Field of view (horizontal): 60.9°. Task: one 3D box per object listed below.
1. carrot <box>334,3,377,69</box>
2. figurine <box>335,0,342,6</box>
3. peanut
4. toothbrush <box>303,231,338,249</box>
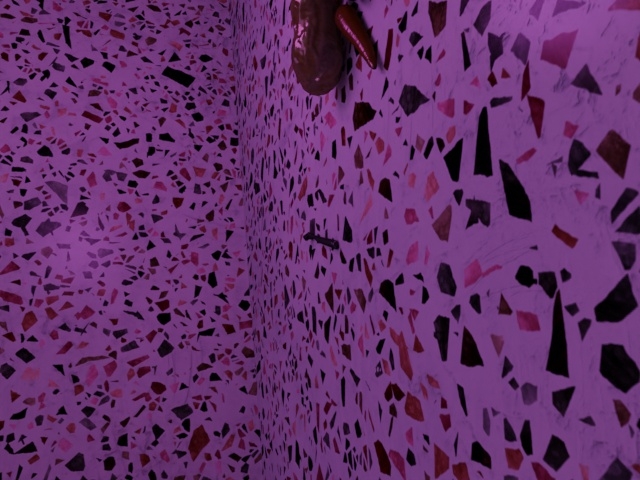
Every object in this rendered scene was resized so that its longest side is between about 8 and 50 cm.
[{"bbox_3d":[0.101,-0.572,1.509,0.069,0.069,0.336,109,151,-43],"label":"carrot"},{"bbox_3d":[0.024,-0.748,1.719,0.071,0.067,0.083,-53,20,29],"label":"figurine"},{"bbox_3d":[-0.015,-0.615,1.651,0.158,0.174,0.340,4,98,49],"label":"peanut"},{"bbox_3d":[0.000,0.000,1.852,0.030,0.030,0.297,67,164,-14],"label":"toothbrush"}]
